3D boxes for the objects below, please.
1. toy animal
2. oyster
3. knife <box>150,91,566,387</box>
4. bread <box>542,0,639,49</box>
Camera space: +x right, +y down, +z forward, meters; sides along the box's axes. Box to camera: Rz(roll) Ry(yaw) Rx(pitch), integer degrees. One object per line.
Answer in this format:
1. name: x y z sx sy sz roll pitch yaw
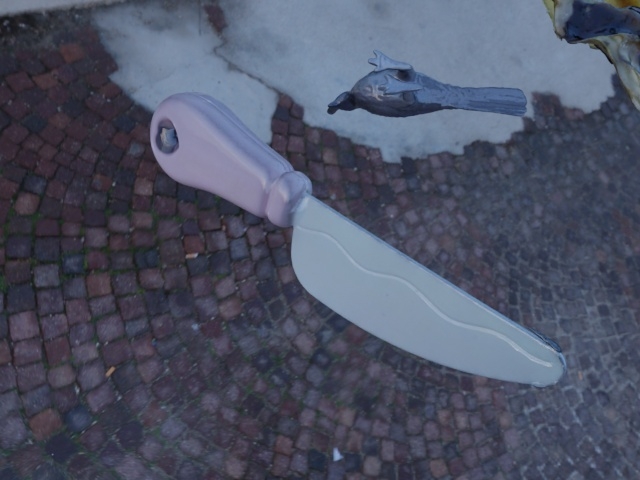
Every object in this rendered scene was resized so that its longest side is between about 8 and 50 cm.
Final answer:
1. toy animal: 0.145 -0.251 0.945 0.206 0.367 0.081 9 85 -66
2. oyster: 0.279 -0.132 0.454 0.294 0.094 0.166 48 48 9
3. knife: -0.001 0.002 0.383 0.336 0.081 0.043 38 33 23
4. bread: 0.401 -0.406 0.790 0.242 0.346 0.405 -20 119 -32
